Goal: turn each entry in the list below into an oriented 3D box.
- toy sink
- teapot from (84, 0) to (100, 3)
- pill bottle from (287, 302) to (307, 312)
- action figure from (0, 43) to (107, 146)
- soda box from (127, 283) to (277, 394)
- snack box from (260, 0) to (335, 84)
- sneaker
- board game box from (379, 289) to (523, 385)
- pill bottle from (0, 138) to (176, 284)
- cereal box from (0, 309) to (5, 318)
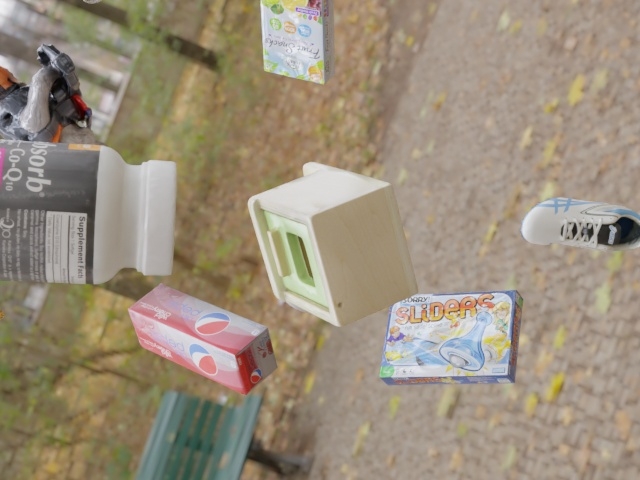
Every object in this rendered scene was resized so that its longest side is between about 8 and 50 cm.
[{"bbox_3d":[0.000,0.000,1.668,0.234,0.131,0.152,23,132,61],"label":"toy sink"},{"bbox_3d":[-0.449,-0.513,1.972,0.187,0.256,0.252,-68,-20,-48],"label":"teapot"},{"bbox_3d":[0.004,0.036,2.084,0.160,0.087,0.087,-48,19,24],"label":"pill bottle"},{"bbox_3d":[-0.483,-0.202,2.013,0.178,0.330,0.341,-55,-7,-18],"label":"action figure"},{"bbox_3d":[-0.199,0.162,2.155,0.083,0.263,0.092,-40,-48,-34],"label":"soda box"},{"bbox_3d":[-0.031,-0.296,1.791,0.037,0.100,0.141,-45,-37,-45],"label":"snack box"},{"bbox_3d":[0.446,-0.023,2.154,0.086,0.237,0.085,-143,57,-65],"label":"sneaker"},{"bbox_3d":[0.193,0.144,1.896,0.201,0.035,0.136,-5,60,27],"label":"board game box"},{"bbox_3d":[-0.305,-0.032,1.449,0.162,0.279,0.162,-178,90,-82],"label":"pill bottle"},{"bbox_3d":[-0.535,0.114,1.584,0.240,0.173,0.047,-42,40,-11],"label":"cereal box"}]
